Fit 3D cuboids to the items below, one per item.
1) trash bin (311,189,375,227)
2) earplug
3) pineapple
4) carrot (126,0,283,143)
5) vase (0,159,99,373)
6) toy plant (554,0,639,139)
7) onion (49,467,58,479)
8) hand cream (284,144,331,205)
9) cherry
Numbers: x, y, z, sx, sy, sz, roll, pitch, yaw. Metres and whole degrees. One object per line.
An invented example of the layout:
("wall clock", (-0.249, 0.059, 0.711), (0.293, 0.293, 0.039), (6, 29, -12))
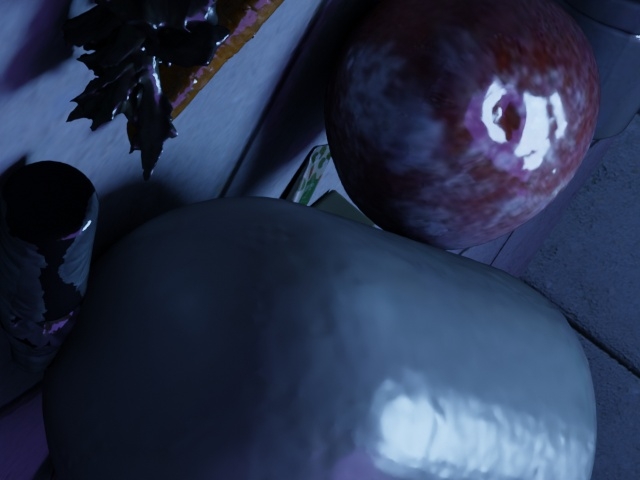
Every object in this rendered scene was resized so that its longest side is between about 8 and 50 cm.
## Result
("trash bin", (0.000, 0.000, 1.620), (0.092, 0.061, 0.043), (-37, 162, -40))
("earplug", (-0.020, 0.129, 1.242), (0.394, 0.312, 0.312), (18, 112, -49))
("pineapple", (-0.072, -0.145, 0.848), (0.125, 0.125, 0.251), (-41, 169, -40))
("carrot", (-0.063, -0.137, 1.038), (0.191, 0.047, 0.047), (-48, 168, 4))
("vase", (-0.178, 0.029, 1.049), (0.060, 0.060, 0.211), (-44, 166, -30))
("toy plant", (0.310, -0.292, 1.618), (0.279, 0.185, 0.400), (-30, 150, -45))
("onion", (-0.149, 0.193, 1.475), (0.206, 0.151, 0.098), (-34, -165, 11))
("hand cream", (-0.032, -0.018, 1.534), (0.165, 0.037, 0.057), (-61, 166, 15))
("cherry", (0.117, -0.108, 1.375), (0.285, 0.213, 0.236), (31, 82, -54))
